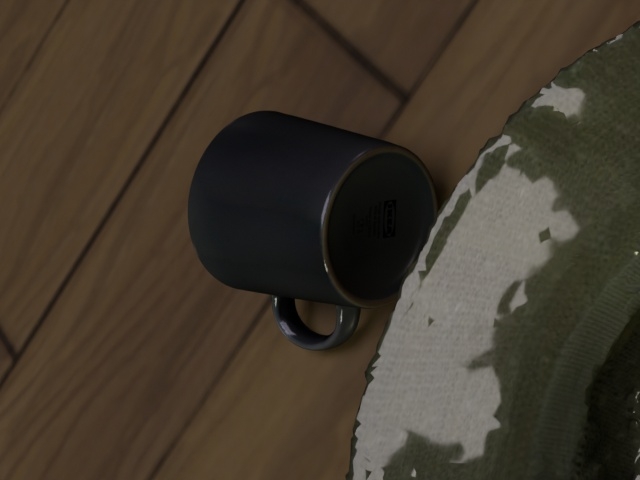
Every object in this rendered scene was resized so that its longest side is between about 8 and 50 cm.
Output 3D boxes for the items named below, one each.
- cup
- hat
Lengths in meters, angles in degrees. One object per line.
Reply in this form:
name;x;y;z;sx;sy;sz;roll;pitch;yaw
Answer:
cup;0.000;0.000;0.759;0.077;0.078;0.100;14;118;45
hat;0.139;0.067;0.524;0.257;0.130;0.257;-22;57;40
